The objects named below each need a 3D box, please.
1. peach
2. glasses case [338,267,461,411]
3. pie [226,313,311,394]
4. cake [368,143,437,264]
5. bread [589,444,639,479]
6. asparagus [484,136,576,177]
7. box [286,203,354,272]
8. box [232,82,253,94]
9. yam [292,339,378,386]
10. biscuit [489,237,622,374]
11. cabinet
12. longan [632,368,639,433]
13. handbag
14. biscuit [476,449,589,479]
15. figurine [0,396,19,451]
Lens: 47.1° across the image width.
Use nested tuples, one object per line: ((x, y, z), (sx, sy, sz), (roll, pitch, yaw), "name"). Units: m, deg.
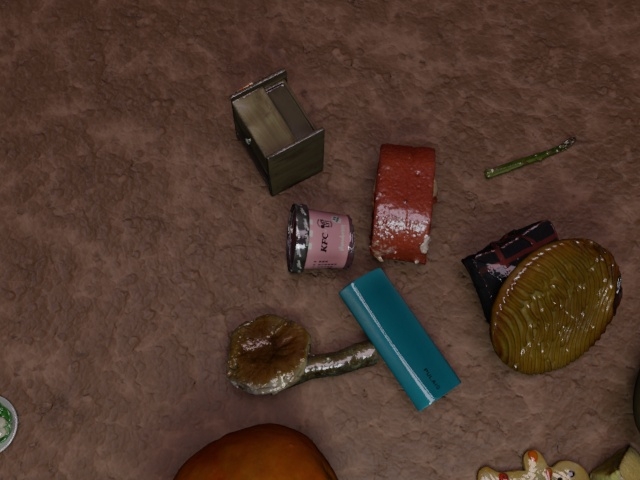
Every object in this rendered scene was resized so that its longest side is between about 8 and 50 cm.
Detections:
((-0.127, 0.501, 1.348), (0.343, 0.342, 0.301), (-18, 33, -8), "peach")
((0.171, 0.203, 1.559), (0.117, 0.070, 0.301), (-22, 73, -43), "glasses case")
((-0.106, 0.235, 1.537), (0.195, 0.046, 0.195), (-5, 47, 5), "pie")
((0.186, -0.085, 1.619), (0.151, 0.177, 0.282), (10, 71, 1), "cake")
((0.671, 0.525, 1.439), (0.135, 0.178, 0.240), (-34, 75, -10), "bread")
((0.504, -0.197, 1.746), (0.249, 0.025, 0.024), (-21, 32, -8), "asparagus")
((0.000, 0.000, 1.606), (0.135, 0.151, 0.151), (5, 72, -10), "box")
((-0.162, -0.332, 1.770), (0.058, 0.015, 0.093), (-35, 77, -14), "box")
((-0.003, 0.268, 1.560), (0.253, 0.061, 0.061), (-14, 73, -6), "yam")
((0.490, 0.142, 1.519), (0.318, 0.040, 0.317), (-9, 116, -18), "biscuit")
((-0.098, -0.234, 1.636), (0.148, 0.215, 0.174), (-29, 75, -10), "cabinet")
((0.791, 0.303, 1.475), (0.350, 0.288, 0.288), (-36, 77, -1), "longan")
((0.427, 0.066, 1.585), (0.215, 0.155, 0.169), (-27, 86, -8), "handbag")
((0.441, 0.512, 1.513), (0.235, 0.030, 0.153), (-9, 75, -4), "biscuit")
((-0.687, 0.363, 1.457), (0.132, 0.153, 0.132), (1, 72, -2), "figurine")
